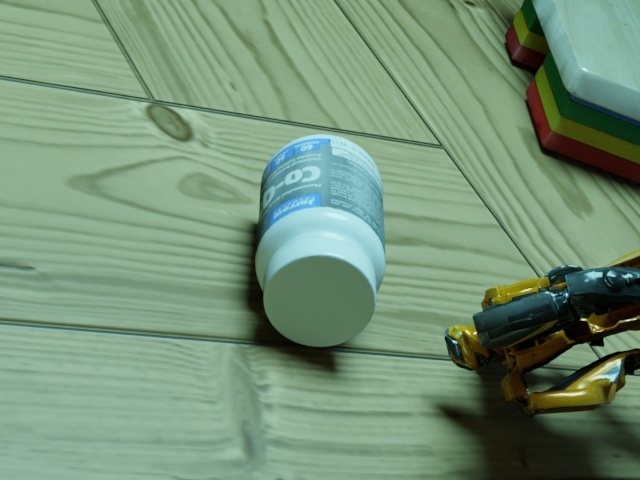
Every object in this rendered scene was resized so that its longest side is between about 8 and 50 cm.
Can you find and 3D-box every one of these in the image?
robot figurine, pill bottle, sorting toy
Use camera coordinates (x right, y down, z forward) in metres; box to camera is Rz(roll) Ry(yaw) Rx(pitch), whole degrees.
[{"bbox_3d":[0.218,0.038,1.155,0.211,0.291,0.085,61,13,-82],"label":"robot figurine"},{"bbox_3d":[0.000,0.000,1.191,0.078,0.078,0.137,22,28,-12],"label":"pill bottle"},{"bbox_3d":[0.280,-0.124,1.631,0.255,0.089,0.257,19,29,-17],"label":"sorting toy"}]
